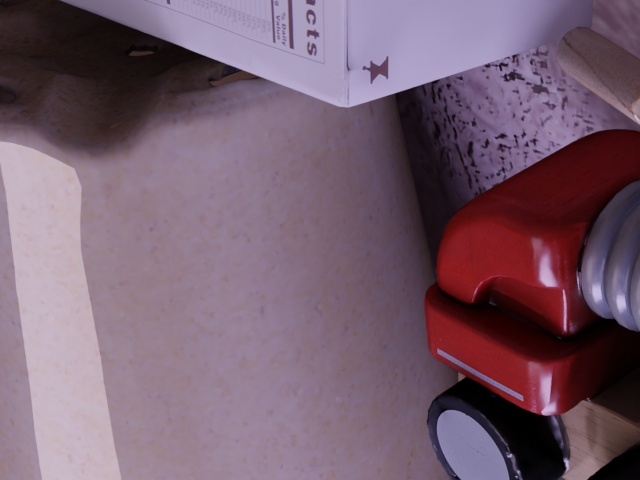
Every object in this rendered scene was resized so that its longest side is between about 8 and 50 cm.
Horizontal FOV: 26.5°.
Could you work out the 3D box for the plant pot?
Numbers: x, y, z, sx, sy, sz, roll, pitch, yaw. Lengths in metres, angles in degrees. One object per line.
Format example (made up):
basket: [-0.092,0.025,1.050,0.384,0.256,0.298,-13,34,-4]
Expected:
plant pot: [-0.066,0.029,0.692,0.333,0.333,0.306,27,133,44]

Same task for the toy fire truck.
toy fire truck: [0.122,0.015,0.476,0.217,0.158,0.246,28,137,45]

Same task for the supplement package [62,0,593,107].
supplement package: [-0.020,-0.159,0.556,0.244,0.133,0.139,27,128,44]

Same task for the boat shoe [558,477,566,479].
boat shoe: [0.143,0.172,0.865,0.320,0.118,0.103,103,164,-66]
